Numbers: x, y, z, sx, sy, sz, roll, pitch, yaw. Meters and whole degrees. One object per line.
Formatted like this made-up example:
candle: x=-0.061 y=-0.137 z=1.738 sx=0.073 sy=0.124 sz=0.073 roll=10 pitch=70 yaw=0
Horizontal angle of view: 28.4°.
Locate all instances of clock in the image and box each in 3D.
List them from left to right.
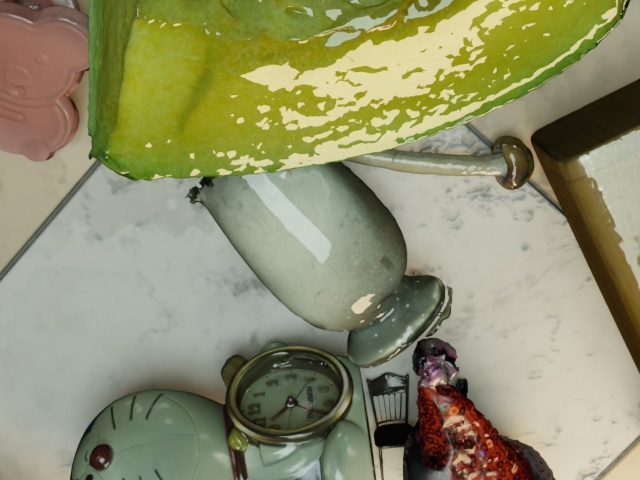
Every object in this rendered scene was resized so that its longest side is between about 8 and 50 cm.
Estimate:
clock: x=-0.076 y=0.185 z=0.995 sx=0.243 sy=0.200 sz=0.147 roll=-11 pitch=135 yaw=2

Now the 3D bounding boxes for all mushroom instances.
mushroom: x=0.021 y=-0.098 z=0.984 sx=0.306 sy=0.043 sz=0.068 roll=20 pitch=87 yaw=-6

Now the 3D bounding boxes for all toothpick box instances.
toothpick box: x=0.295 y=0.034 z=0.960 sx=0.190 sy=0.187 sz=0.308 roll=-27 pitch=101 yaw=7

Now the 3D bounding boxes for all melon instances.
melon: x=0.030 y=-0.195 z=0.834 sx=0.343 sy=0.226 sz=0.331 roll=5 pitch=87 yaw=-17

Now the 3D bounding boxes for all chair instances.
chair: x=0.061 y=0.157 z=1.054 sx=0.037 sy=0.042 sz=0.086 roll=-7 pitch=107 yaw=-4

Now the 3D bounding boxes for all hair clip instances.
hair clip: x=-0.221 y=-0.120 z=0.934 sx=0.123 sy=0.102 sz=0.138 roll=15 pitch=106 yaw=-2

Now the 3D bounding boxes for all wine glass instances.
wine glass: x=0.000 y=0.000 z=0.970 sx=0.111 sy=0.111 sz=0.204 roll=-42 pitch=107 yaw=10

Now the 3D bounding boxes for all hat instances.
hat: x=0.106 y=0.168 z=0.988 sx=0.140 sy=0.129 sz=0.227 roll=-40 pitch=127 yaw=-20
